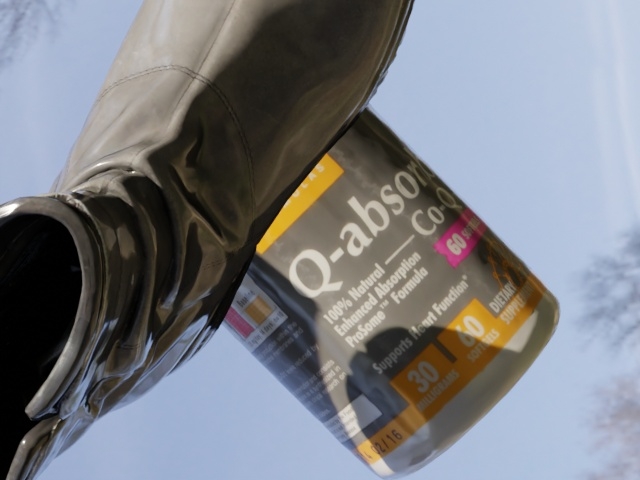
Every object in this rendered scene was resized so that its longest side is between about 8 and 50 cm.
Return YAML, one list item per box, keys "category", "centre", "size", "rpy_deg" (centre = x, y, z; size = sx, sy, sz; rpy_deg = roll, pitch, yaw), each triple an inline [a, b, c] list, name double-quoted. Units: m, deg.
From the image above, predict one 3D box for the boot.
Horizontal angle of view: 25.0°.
- category: "boot"
  centre: [-0.066, -0.035, 0.617]
  size: [0.338, 0.118, 0.223]
  rpy_deg: [-68, -9, 21]

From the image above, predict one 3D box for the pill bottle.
- category: "pill bottle"
  centre: [0.000, 0.000, 0.893]
  size: [0.278, 0.162, 0.162]
  rpy_deg: [45, -141, -1]
